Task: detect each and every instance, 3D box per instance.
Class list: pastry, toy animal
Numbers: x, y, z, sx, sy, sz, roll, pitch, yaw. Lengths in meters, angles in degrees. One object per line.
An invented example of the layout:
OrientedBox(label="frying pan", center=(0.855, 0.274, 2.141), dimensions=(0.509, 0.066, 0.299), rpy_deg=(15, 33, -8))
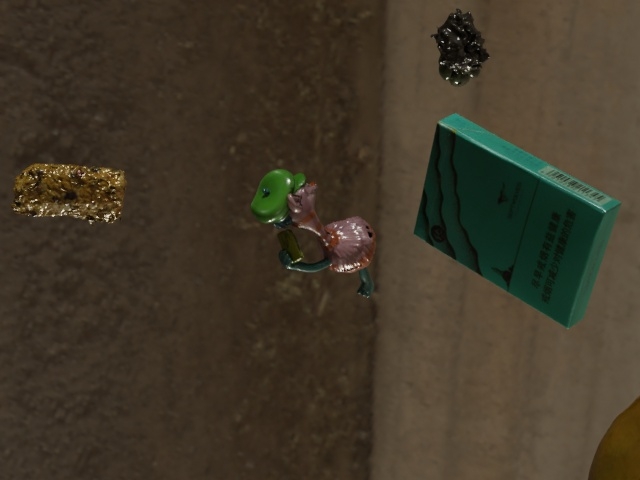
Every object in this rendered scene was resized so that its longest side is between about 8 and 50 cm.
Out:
OrientedBox(label="pastry", center=(-0.312, -0.061, 1.529), dimensions=(0.056, 0.140, 0.080), rpy_deg=(-90, -172, -55))
OrientedBox(label="toy animal", center=(0.000, 0.000, 1.471), dimensions=(0.208, 0.100, 0.103), rpy_deg=(38, 79, -46))

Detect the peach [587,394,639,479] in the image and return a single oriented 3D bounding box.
OrientedBox(label="peach", center=(0.320, 0.206, 0.903), dimensions=(0.153, 0.251, 0.251), rpy_deg=(47, 64, -43))

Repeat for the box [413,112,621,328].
OrientedBox(label="box", center=(0.213, -0.024, 1.379), dimensions=(0.042, 0.226, 0.160), rpy_deg=(-26, 138, -41))

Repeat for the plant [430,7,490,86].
OrientedBox(label="plant", center=(0.201, -0.270, 1.767), dimensions=(0.174, 0.087, 0.085), rpy_deg=(74, 29, -75))
